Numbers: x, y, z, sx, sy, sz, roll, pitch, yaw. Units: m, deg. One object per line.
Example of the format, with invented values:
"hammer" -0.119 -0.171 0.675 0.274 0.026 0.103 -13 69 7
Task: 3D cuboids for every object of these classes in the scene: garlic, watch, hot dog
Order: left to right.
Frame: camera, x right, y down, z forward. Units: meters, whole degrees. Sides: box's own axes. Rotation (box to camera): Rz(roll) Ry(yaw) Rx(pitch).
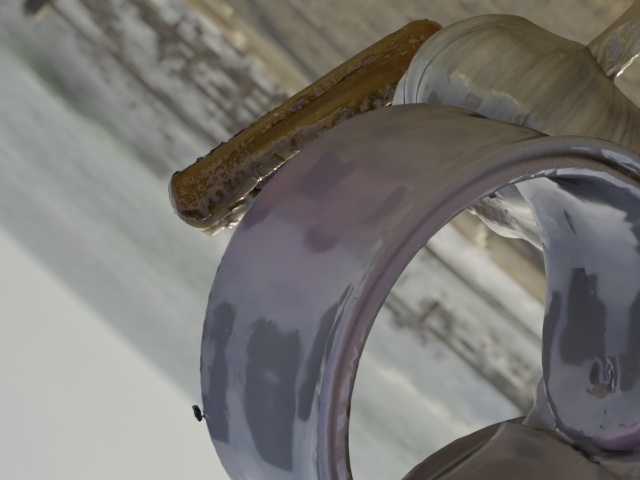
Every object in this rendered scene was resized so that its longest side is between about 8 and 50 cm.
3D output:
"hot dog" -0.004 -0.096 1.665 0.068 0.289 0.083 51 -170 -38
"watch" 0.058 0.075 0.750 0.196 0.244 0.231 23 136 53
"garlic" 0.171 -0.114 1.309 0.199 0.226 0.199 40 177 3
